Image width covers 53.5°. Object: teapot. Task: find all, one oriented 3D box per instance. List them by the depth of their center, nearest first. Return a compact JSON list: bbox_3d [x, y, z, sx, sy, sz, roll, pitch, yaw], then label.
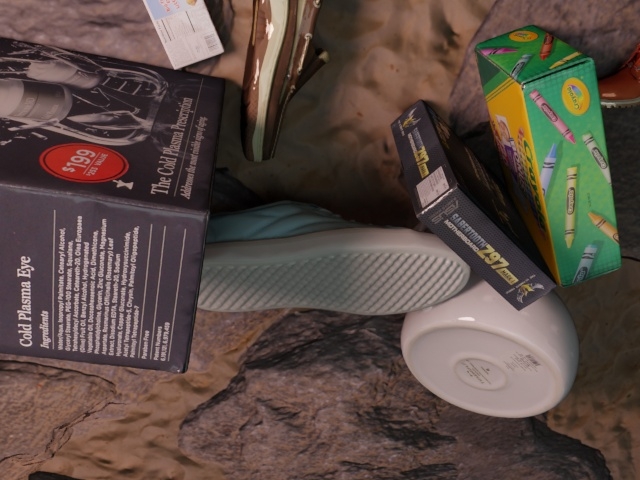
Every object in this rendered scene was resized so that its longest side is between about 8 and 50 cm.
[{"bbox_3d":[0.240,0.110,0.894,0.252,0.187,0.256,13,140,17],"label":"teapot"}]

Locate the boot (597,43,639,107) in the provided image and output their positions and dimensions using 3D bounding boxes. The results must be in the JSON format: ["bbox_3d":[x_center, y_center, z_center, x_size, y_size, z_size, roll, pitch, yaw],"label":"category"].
[{"bbox_3d":[0.397,-0.215,0.790,0.158,0.059,0.084,-17,118,-6],"label":"boot"}]

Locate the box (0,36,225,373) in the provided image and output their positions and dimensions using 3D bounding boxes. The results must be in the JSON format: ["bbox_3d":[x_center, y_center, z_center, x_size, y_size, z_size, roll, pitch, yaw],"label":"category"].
[{"bbox_3d":[-0.267,-0.059,0.641,0.312,0.343,0.179,7,121,-11],"label":"box"}]

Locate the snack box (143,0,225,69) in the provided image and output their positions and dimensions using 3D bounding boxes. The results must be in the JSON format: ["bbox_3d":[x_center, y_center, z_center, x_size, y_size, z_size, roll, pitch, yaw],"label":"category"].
[{"bbox_3d":[-0.170,-0.286,0.705,0.064,0.022,0.178,-18,120,5],"label":"snack box"}]

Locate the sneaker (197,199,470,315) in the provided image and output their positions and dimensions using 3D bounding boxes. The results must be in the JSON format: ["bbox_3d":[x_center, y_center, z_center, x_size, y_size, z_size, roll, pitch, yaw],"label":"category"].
[{"bbox_3d":[0.000,0.000,0.804,0.366,0.150,0.135,1,138,5],"label":"sneaker"}]

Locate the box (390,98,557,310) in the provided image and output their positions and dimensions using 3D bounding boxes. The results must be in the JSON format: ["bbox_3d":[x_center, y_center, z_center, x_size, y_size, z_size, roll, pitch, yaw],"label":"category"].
[{"bbox_3d":[0.175,-0.051,0.756,0.059,0.232,0.183,-39,116,23],"label":"box"}]

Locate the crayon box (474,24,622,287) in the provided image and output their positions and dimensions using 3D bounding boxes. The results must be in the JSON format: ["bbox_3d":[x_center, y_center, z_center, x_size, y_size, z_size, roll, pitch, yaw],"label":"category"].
[{"bbox_3d":[0.278,-0.102,0.776,0.081,0.165,0.278,-20,120,6],"label":"crayon box"}]

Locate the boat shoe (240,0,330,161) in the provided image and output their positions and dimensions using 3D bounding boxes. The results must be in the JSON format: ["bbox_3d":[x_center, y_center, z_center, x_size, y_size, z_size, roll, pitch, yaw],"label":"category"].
[{"bbox_3d":[-0.033,-0.208,0.726,0.095,0.095,0.257,3,120,-15],"label":"boat shoe"}]
